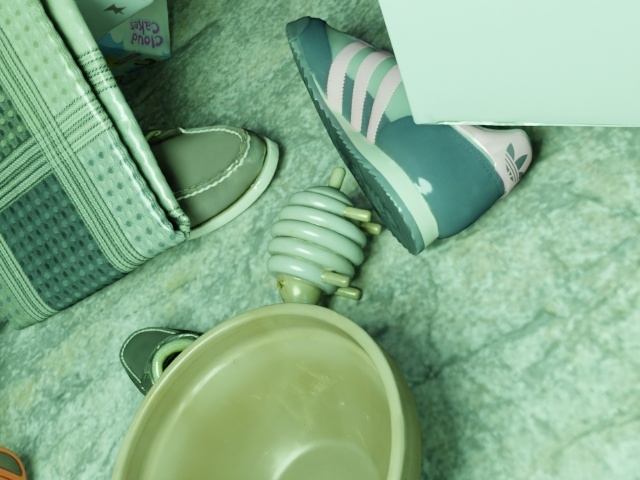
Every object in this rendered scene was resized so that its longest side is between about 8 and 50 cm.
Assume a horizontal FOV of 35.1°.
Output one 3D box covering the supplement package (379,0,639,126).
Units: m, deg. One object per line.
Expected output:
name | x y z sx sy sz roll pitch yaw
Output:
supplement package | 0.182 -0.192 0.686 0.262 0.204 0.145 3 59 20

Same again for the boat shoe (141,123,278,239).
boat shoe | -0.190 -0.064 1.071 0.324 0.097 0.116 -10 53 38

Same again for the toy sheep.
toy sheep | 0.000 0.000 0.853 0.091 0.091 0.132 3 66 44

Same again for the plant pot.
plant pot | -0.022 0.171 0.700 0.237 0.110 0.237 -19 52 26

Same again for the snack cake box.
snack cake box | -0.341 -0.254 1.314 0.264 0.152 0.089 -11 82 37

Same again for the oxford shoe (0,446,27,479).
oxford shoe | -0.350 0.314 0.910 0.098 0.097 0.271 -12 51 44

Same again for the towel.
towel | -0.306 -0.090 1.047 0.312 0.324 0.056 -27 6 39

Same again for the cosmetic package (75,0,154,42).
cosmetic package | -0.356 -0.437 1.138 0.230 0.161 0.453 -22 75 35

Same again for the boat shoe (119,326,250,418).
boat shoe | -0.112 0.111 0.870 0.223 0.073 0.080 19 70 48

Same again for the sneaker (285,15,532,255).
sneaker | 0.069 -0.117 0.886 0.131 0.112 0.319 -29 46 -1
